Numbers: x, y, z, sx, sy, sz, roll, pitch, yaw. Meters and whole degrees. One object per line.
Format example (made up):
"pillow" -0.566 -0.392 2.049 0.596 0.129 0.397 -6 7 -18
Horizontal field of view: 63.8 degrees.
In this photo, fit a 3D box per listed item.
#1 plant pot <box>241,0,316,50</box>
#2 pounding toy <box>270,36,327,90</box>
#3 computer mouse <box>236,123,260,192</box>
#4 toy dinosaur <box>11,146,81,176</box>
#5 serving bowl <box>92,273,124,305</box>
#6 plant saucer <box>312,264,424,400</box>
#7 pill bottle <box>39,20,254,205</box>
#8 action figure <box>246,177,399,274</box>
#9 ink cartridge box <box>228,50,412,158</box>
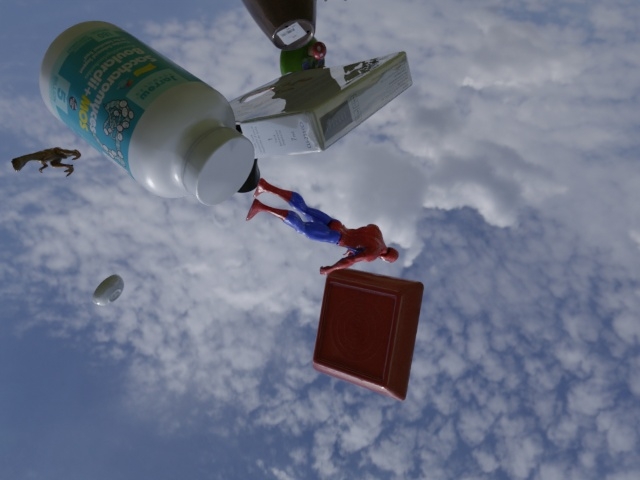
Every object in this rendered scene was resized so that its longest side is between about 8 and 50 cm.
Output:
"plant pot" -0.096 -0.587 1.237 0.215 0.215 0.230 -13 -106 -15
"pounding toy" -0.033 -0.512 1.551 0.110 0.183 0.237 16 -101 38
"computer mouse" -0.258 -0.251 1.457 0.184 0.060 0.262 1 -123 0
"toy dinosaur" -0.608 -0.200 1.200 0.112 0.064 0.211 21 -158 15
"serving bowl" -0.487 0.120 1.196 0.027 0.083 0.083 33 -127 12
"plant saucer" 0.088 0.198 1.152 0.259 0.259 0.047 9 179 39
"pill bottle" -0.206 -0.150 0.632 0.264 0.146 0.146 35 -125 20
"action figure" 0.000 0.000 0.925 0.280 0.139 0.091 20 -131 -11
"ink cartridge box" -0.029 -0.224 0.848 0.261 0.066 0.296 4 -147 37
